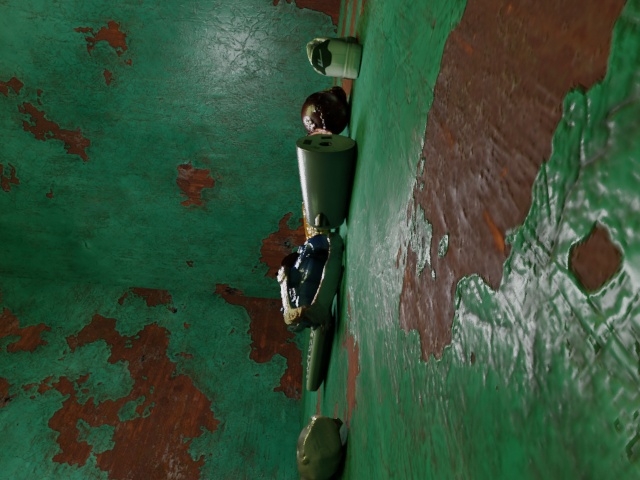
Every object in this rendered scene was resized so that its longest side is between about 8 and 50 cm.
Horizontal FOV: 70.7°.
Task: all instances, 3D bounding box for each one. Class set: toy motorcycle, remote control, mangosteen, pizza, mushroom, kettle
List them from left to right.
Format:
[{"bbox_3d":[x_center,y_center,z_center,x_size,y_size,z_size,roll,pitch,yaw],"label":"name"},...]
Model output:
[{"bbox_3d":[-0.004,0.501,1.008,0.109,0.097,0.351,-84,-2,-49],"label":"mushroom"},{"bbox_3d":[-0.004,0.116,1.326,0.182,0.241,0.319,37,-129,-44],"label":"toy motorcycle"},{"bbox_3d":[-0.004,0.351,1.478,0.128,0.065,0.335,-86,2,-54],"label":"remote control"},{"bbox_3d":[-0.001,-0.022,1.589,0.229,0.081,0.290,127,132,-77],"label":"pizza"},{"bbox_3d":[0.016,-0.173,1.286,0.211,0.159,0.243,-79,-9,-58],"label":"kettle"},{"bbox_3d":[0.025,-0.433,1.508,0.180,0.166,0.166,-58,-9,-23],"label":"mangosteen"}]

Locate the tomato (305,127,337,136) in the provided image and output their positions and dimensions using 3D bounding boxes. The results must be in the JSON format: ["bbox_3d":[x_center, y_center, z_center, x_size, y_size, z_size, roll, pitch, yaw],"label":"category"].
[{"bbox_3d":[0.023,-0.269,1.466,0.099,0.173,0.189,-18,-69,-47],"label":"tomato"}]

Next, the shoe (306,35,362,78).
[{"bbox_3d":[0.034,-0.580,1.422,0.363,0.160,0.132,-92,10,-64],"label":"shoe"}]

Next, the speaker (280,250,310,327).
[{"bbox_3d":[-0.027,0.232,1.900,0.259,0.198,0.330,17,123,48],"label":"speaker"}]
